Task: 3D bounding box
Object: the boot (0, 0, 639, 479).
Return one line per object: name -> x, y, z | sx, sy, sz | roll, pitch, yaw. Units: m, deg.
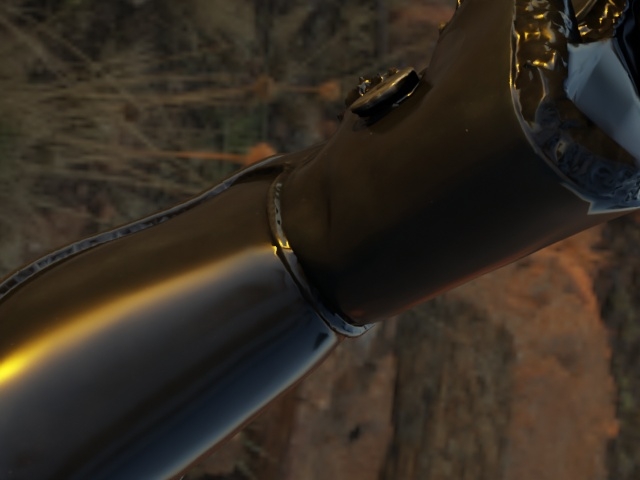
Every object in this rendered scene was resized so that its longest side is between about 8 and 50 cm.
boot -> 0.000, 0.000, 0.498 | 0.246, 0.207, 0.094 | -37, 95, -47
